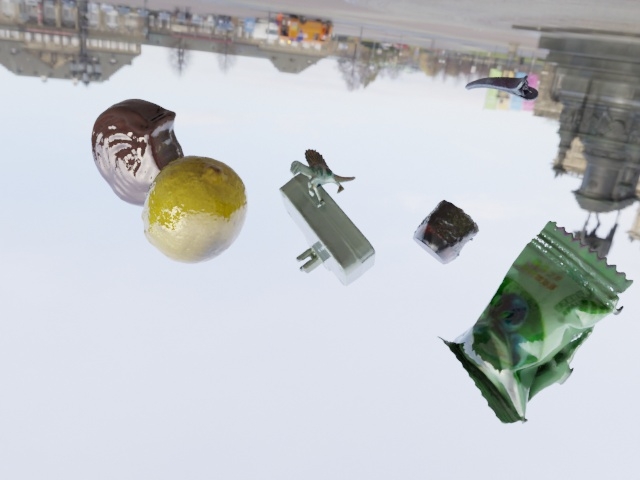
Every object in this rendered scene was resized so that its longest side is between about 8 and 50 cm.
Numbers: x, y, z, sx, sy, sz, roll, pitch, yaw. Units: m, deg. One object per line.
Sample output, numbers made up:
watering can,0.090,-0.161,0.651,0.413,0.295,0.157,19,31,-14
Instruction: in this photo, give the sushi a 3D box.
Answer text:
sushi,0.323,-0.019,1.450,0.136,0.126,0.225,40,-179,13

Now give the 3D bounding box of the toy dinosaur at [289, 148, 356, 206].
toy dinosaur,0.004,-0.133,1.077,0.044,0.106,0.187,-26,-169,43

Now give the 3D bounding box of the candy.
candy,0.466,0.170,1.223,0.171,0.398,0.263,17,-158,-43

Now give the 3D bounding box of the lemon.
lemon,-0.307,-0.078,1.373,0.260,0.284,0.261,4,-138,-4

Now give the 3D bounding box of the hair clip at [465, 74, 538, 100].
hair clip,0.531,-0.472,1.681,0.083,0.048,0.275,34,180,-34

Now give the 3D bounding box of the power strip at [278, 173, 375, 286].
power strip,0.000,0.000,1.199,0.230,0.141,0.261,51,174,13

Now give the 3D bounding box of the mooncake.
mooncake,-0.541,-0.256,1.719,0.333,0.326,0.174,24,-146,6
